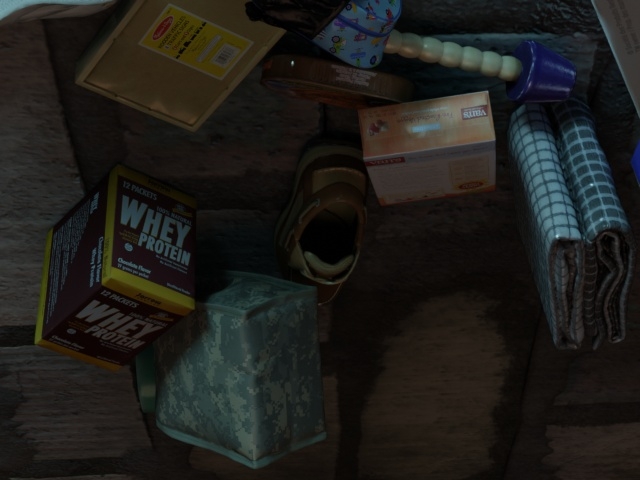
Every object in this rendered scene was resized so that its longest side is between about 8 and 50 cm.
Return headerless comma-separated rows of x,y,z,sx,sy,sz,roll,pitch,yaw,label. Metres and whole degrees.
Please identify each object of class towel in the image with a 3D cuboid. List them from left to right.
0.330,-0.017,1.592,0.121,0.235,0.283,-13,142,5,towel

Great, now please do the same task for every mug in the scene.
-0.234,0.197,1.946,0.097,0.157,0.129,-5,119,-1,mug

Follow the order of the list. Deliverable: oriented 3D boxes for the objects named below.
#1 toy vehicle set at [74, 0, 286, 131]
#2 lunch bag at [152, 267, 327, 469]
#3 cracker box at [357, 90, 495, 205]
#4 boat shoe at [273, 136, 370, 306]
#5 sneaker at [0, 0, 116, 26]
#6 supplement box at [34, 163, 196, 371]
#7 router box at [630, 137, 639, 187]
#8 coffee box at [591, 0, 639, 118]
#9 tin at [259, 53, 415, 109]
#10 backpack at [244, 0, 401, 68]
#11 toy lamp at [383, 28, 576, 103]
-0.150,-0.240,1.424,0.166,0.035,0.267,22,137,-29,toy vehicle set
-0.139,0.168,1.760,0.169,0.235,0.287,-17,-161,-42,lunch bag
0.137,-0.110,1.524,0.156,0.067,0.232,-7,167,6,cracker box
0.000,0.000,1.685,0.123,0.120,0.324,2,143,-5,boat shoe
-0.233,-0.288,1.250,0.293,0.169,0.108,-7,103,31,sneaker
-0.275,0.040,1.662,0.129,0.191,0.194,24,135,-32,supplement box
0.560,-0.181,1.419,0.301,0.082,0.335,7,126,-7,router box
0.370,-0.351,1.057,0.338,0.334,0.337,-18,139,17,coffee box
0.022,-0.186,1.467,0.190,0.040,0.106,10,180,-17,tin
0.017,-0.270,1.290,0.173,0.158,0.117,28,128,-26,backpack
0.169,-0.216,1.445,0.275,0.080,0.080,12,141,-16,toy lamp
